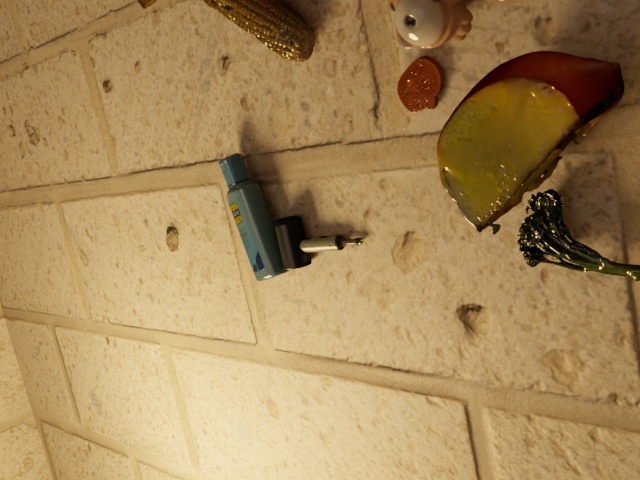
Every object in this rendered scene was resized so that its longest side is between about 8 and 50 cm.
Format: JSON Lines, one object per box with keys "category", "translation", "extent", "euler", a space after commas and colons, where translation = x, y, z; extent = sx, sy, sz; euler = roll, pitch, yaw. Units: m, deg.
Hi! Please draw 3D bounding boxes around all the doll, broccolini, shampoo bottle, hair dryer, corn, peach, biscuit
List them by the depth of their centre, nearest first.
{"category": "peach", "translation": [0.263, -0.159, 0.958], "extent": [0.154, 0.158, 0.267], "euler": [44, 136, 11]}
{"category": "broccolini", "translation": [0.374, -0.012, 0.977], "extent": [0.271, 0.062, 0.123], "euler": [6, 125, 51]}
{"category": "doll", "translation": [0.195, -0.361, 0.985], "extent": [0.278, 0.119, 0.154], "euler": [-24, 100, 46]}
{"category": "biscuit", "translation": [0.158, -0.238, 1.147], "extent": [0.091, 0.015, 0.078], "euler": [-40, 78, 47]}
{"category": "corn", "translation": [-0.128, -0.420, 1.317], "extent": [0.320, 0.097, 0.097], "euler": [42, 132, 24]}
{"category": "hair dryer", "translation": [0.000, 0.000, 1.394], "extent": [0.197, 0.057, 0.100], "euler": [-3, 104, 38]}
{"category": "shampoo bottle", "translation": [-0.139, -0.048, 1.499], "extent": [0.104, 0.061, 0.259], "euler": [-19, 91, 62]}

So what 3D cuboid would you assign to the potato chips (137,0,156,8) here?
{"category": "potato chips", "translation": [-0.428, -0.635, 1.558], "extent": [0.057, 0.080, 0.407], "euler": [-41, 73, 30]}
